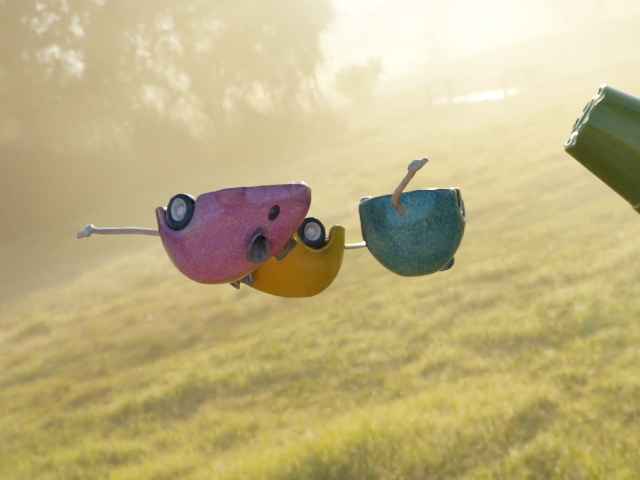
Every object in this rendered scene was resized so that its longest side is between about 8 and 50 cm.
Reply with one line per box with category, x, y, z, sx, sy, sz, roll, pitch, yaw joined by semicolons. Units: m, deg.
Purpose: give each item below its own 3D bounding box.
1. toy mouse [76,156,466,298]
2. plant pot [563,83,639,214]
toy mouse;0.000;0.000;0.411;0.161;0.031;0.143;2;-10;-31
plant pot;0.205;-0.061;0.735;0.083;0.079;0.083;-59;-1;-2
